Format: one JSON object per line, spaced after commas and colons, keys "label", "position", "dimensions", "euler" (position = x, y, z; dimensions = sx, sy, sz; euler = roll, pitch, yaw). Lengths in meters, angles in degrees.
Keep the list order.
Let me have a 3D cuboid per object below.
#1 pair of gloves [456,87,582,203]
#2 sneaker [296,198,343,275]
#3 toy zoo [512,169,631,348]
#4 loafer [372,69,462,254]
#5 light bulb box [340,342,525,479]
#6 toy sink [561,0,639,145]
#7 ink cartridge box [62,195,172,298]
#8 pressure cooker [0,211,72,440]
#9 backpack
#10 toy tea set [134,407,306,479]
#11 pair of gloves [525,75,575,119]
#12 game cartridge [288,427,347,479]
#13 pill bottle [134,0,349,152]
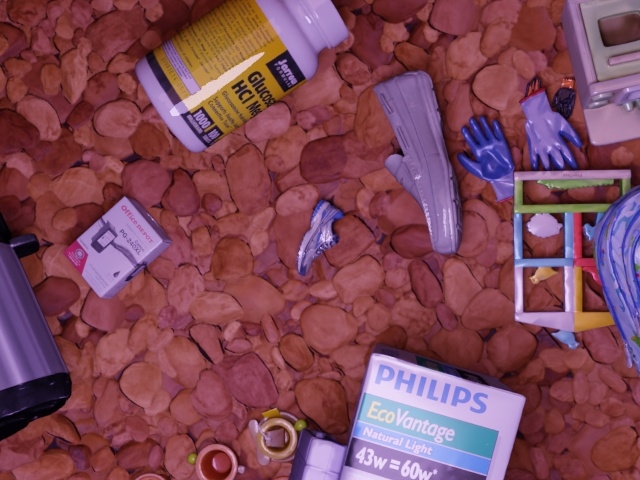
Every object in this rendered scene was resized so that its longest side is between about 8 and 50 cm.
{"label": "pair of gloves", "position": [0.333, -0.156, 1.786], "dimensions": [0.198, 0.023, 0.159], "euler": [-24, 85, 10]}
{"label": "sneaker", "position": [0.000, 0.000, 1.805], "dimensions": [0.058, 0.052, 0.135], "euler": [21, 89, 5]}
{"label": "toy zoo", "position": [0.415, 0.032, 1.747], "dimensions": [0.192, 0.030, 0.293], "euler": [-1, 90, 6]}
{"label": "loafer", "position": [0.164, -0.126, 1.770], "dimensions": [0.111, 0.112, 0.320], "euler": [-14, 76, 11]}
{"label": "light bulb box", "position": [0.139, 0.361, 1.599], "dimensions": [0.225, 0.358, 0.361], "euler": [15, 88, 5]}
{"label": "toy sink", "position": [0.495, -0.288, 1.722], "dimensions": [0.152, 0.131, 0.234], "euler": [-11, 84, 7]}
{"label": "ink cartridge box", "position": [-0.352, 0.011, 1.844], "dimensions": [0.150, 0.063, 0.109], "euler": [-42, 81, 3]}
{"label": "pressure cooker", "position": [-0.646, 0.146, 1.722], "dimensions": [0.375, 0.370, 0.421], "euler": [-30, 80, 29]}
{"label": "backpack", "position": [0.574, 0.070, 1.624], "dimensions": [0.290, 0.273, 0.356], "euler": [-26, 77, 8]}
{"label": "toy tea set", "position": [-0.158, 0.421, 1.751], "dimensions": [0.336, 0.124, 0.200], "euler": [-24, 83, 5]}
{"label": "pair of gloves", "position": [0.388, -0.239, 1.792], "dimensions": [0.083, 0.010, 0.074], "euler": [4, 91, 7]}
{"label": "game cartridge", "position": [-0.023, 0.388, 1.503], "dimensions": [0.068, 0.355, 0.230], "euler": [11, 82, -2]}
{"label": "pill bottle", "position": [-0.126, -0.310, 1.779], "dimensions": [0.334, 0.188, 0.188], "euler": [-34, 82, 4]}
